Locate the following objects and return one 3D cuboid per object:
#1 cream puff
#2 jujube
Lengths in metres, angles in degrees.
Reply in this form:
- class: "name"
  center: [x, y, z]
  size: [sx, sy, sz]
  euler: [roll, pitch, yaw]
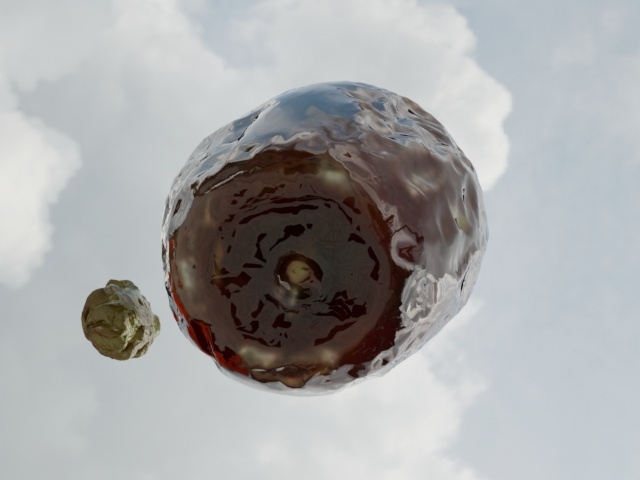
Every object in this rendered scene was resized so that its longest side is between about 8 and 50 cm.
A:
- class: "cream puff"
  center: [-0.179, 0.072, 0.994]
  size: [0.058, 0.083, 0.083]
  euler: [-24, -135, 5]
- class: "jujube"
  center: [0.000, 0.000, 0.748]
  size: [0.223, 0.318, 0.223]
  euler: [1, -83, 4]
